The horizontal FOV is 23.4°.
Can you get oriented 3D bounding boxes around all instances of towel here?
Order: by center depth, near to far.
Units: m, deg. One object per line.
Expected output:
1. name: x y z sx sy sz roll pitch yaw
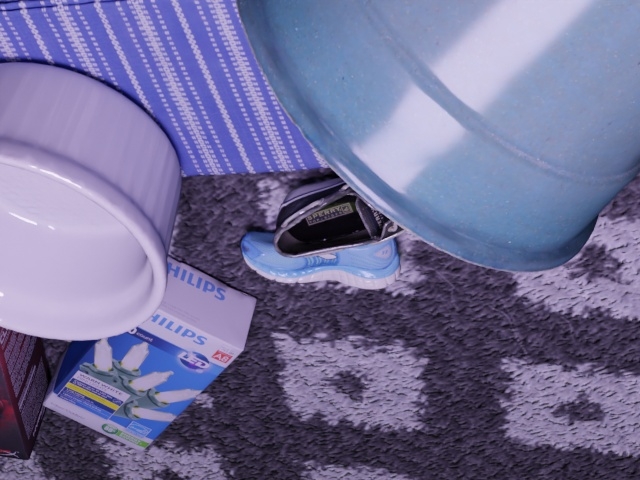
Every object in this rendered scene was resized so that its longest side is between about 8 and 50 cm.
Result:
1. towel: -0.136 -0.147 1.405 0.336 0.040 0.243 -2 140 20

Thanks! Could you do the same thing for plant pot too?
1. plant pot: 0.174 -0.211 1.041 0.341 0.341 0.334 31 128 -21

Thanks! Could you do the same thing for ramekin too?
1. ramekin: -0.263 -0.038 1.443 0.277 0.135 0.277 9 143 7

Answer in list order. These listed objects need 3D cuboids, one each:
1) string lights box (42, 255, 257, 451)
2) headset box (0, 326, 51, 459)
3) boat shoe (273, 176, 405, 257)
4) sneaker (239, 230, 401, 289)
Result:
1. string lights box: -0.191 0.123 1.698 0.133 0.077 0.260 27 138 -15
2. headset box: -0.432 0.113 1.713 0.218 0.110 0.293 8 143 5
3. boat shoe: 0.058 -0.032 1.431 0.219 0.070 0.078 -20 114 21
4. sneaker: 0.000 0.000 1.532 0.162 0.063 0.073 3 121 6
